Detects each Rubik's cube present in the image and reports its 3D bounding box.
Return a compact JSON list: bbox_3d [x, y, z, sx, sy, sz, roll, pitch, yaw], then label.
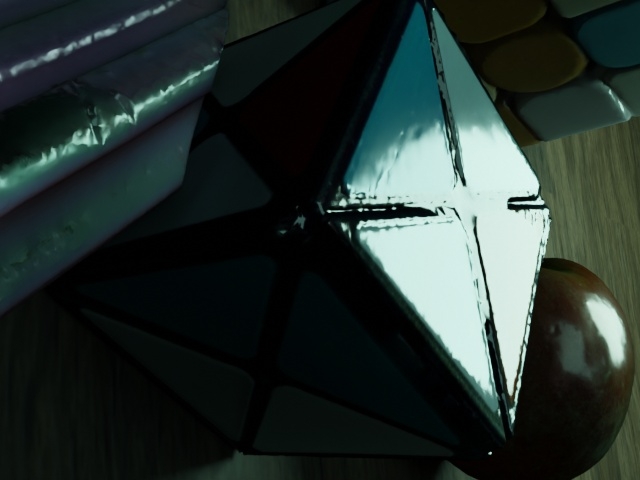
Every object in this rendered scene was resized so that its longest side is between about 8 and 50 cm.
[{"bbox_3d":[0.000,0.000,0.615,0.246,0.248,0.250,49,45,-32],"label":"Rubik's cube"},{"bbox_3d":[0.242,-0.343,0.969,0.347,0.345,0.346,32,56,-46],"label":"Rubik's cube"}]

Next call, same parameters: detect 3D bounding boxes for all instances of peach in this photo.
[{"bbox_3d":[0.209,0.136,0.869,0.252,0.253,0.252,21,63,-49],"label":"peach"}]

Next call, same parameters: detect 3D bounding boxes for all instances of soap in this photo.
[{"bbox_3d":[-0.160,-0.098,0.478,0.193,0.109,0.324,30,40,11],"label":"soap"}]
